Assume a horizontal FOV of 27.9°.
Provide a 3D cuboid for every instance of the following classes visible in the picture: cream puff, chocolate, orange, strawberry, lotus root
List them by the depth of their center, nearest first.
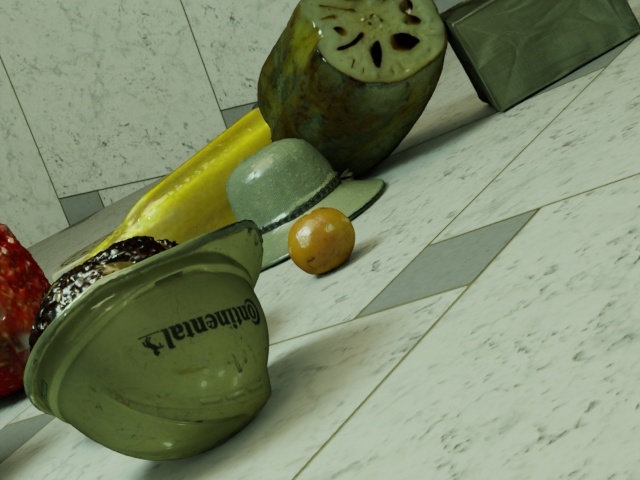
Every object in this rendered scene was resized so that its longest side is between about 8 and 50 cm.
[{"bbox_3d":[-0.205,0.089,1.378,0.239,0.165,0.239,-32,8,5],"label":"cream puff"},{"bbox_3d":[0.000,0.000,1.482,0.083,0.070,0.083,-29,6,3],"label":"orange"},{"bbox_3d":[-0.516,0.115,1.849,0.292,0.291,0.310,-30,26,5],"label":"strawberry"},{"bbox_3d":[0.034,-0.223,1.898,0.250,0.250,0.346,-38,-8,-34],"label":"lotus root"},{"bbox_3d":[-0.216,-0.051,2.071,0.445,0.162,0.162,-38,13,-26],"label":"chocolate"}]

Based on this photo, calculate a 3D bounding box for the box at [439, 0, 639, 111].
[{"bbox_3d":[0.307,-0.306,1.834,0.231,0.155,0.149,-29,13,3],"label":"box"}]

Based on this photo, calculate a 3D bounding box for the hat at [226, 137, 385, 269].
[{"bbox_3d":[-0.052,-0.067,1.770,0.257,0.130,0.257,-29,11,6],"label":"hat"}]

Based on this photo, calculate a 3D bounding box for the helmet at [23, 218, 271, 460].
[{"bbox_3d":[-0.110,0.109,1.118,0.258,0.137,0.204,-28,-31,-32],"label":"helmet"}]

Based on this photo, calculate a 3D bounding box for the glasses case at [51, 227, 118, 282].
[{"bbox_3d":[-0.319,0.000,2.327,0.336,0.076,0.144,-30,10,5],"label":"glasses case"}]
